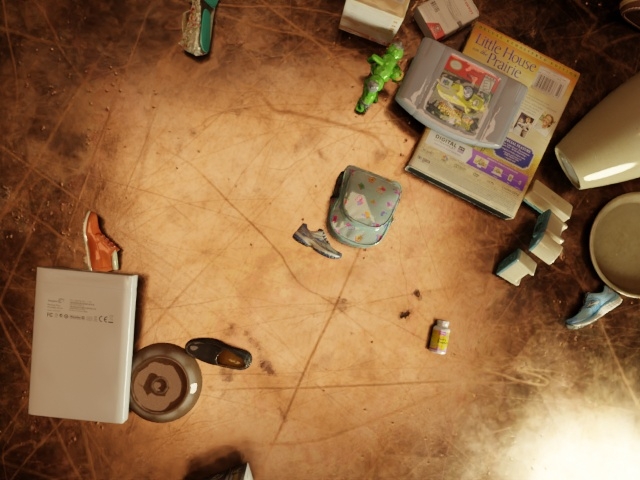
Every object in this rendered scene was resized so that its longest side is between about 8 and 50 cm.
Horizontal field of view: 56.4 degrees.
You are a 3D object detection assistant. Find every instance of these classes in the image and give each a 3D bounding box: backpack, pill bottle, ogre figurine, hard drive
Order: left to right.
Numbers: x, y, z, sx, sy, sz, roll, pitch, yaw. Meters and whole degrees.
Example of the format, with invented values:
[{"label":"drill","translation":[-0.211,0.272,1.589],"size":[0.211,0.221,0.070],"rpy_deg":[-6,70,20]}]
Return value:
[{"label":"hard drive","translation":[-0.566,0.247,1.425],"size":[0.232,0.047,0.353],"rpy_deg":[5,93,2]},{"label":"backpack","translation":[0.103,-0.076,1.470],"size":[0.165,0.144,0.189],"rpy_deg":[21,89,-9]},{"label":"ogre figurine","translation":[0.154,-0.419,1.497],"size":[0.197,0.118,0.097],"rpy_deg":[-39,91,-4]},{"label":"pill bottle","translation":[0.304,0.245,1.519],"size":[0.043,0.043,0.083],"rpy_deg":[12,87,-4]}]

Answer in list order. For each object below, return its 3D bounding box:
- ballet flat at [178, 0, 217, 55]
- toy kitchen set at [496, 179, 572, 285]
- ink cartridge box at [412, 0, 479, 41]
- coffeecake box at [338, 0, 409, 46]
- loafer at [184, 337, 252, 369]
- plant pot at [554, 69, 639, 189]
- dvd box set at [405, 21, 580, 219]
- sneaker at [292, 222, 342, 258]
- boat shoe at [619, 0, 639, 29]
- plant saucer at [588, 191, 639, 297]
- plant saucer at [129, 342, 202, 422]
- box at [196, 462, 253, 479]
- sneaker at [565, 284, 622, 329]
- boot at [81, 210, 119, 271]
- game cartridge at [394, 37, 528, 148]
[{"label":"ballet flat","translation":[-0.305,-0.580,1.490],"size":[0.077,0.091,0.241],"rpy_deg":[8,83,18]},{"label":"toy kitchen set","translation":[0.530,-0.019,1.539],"size":[0.122,0.166,0.207],"rpy_deg":[36,49,-3]},{"label":"ink cartridge box","translation":[0.325,-0.583,1.546],"size":[0.135,0.056,0.099],"rpy_deg":[-29,90,-4]},{"label":"coffeecake box","translation":[0.129,-0.561,1.466],"size":[0.142,0.185,0.068],"rpy_deg":[19,87,-4]},{"label":"loafer","translation":[-0.252,0.279,1.467],"size":[0.169,0.061,0.062],"rpy_deg":[11,88,-3]},{"label":"plant pot","translation":[0.744,-0.248,1.490],"size":[0.274,0.256,0.257],"rpy_deg":[-30,90,12]},{"label":"dvd box set","translation":[0.443,-0.307,1.542],"size":[0.307,0.062,0.421],"rpy_deg":[25,86,-3]},{"label":"sneaker","translation":[0.000,0.000,1.503],"size":[0.135,0.052,0.058],"rpy_deg":[29,82,-3]},{"label":"boat shoe","translation":[0.939,-0.540,1.562],"size":[0.341,0.123,0.123],"rpy_deg":[17,85,-10]},{"label":"plant saucer","translation":[0.832,0.012,1.570],"size":[0.277,0.041,0.278],"rpy_deg":[0,88,-5]},{"label":"plant saucer","translation":[-0.393,0.353,1.468],"size":[0.198,0.036,0.199],"rpy_deg":[0,88,-4]},{"label":"box","translation":[-0.251,0.596,1.371],"size":[0.183,0.231,0.056],"rpy_deg":[-17,86,-6]},{"label":"sneaker","translation":[0.697,0.173,1.552],"size":[0.162,0.063,0.073],"rpy_deg":[-31,75,-10]},{"label":"boot","translation":[-0.538,0.003,1.463],"size":[0.084,0.059,0.158],"rpy_deg":[-5,97,-7]},{"label":"game cartridge","translation":[0.345,-0.354,1.483],"size":[0.294,0.060,0.196],"rpy_deg":[25,90,-1]}]
